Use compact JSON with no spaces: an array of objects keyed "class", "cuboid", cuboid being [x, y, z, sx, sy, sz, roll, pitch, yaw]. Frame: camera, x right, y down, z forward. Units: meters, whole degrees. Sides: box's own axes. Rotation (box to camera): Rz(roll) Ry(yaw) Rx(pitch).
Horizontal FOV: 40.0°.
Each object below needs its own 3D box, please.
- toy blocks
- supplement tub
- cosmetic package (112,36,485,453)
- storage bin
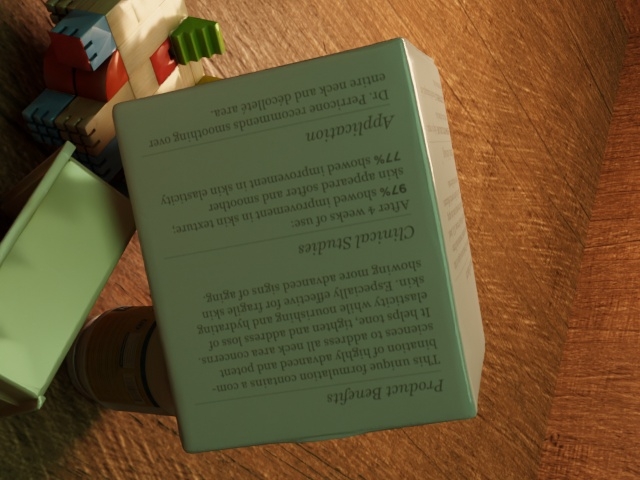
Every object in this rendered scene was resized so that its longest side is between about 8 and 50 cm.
[{"class":"toy blocks","cuboid":[-0.269,-0.190,1.160,0.261,0.190,0.381,-58,152,-34]},{"class":"supplement tub","cuboid":[-0.231,0.159,1.181,0.144,0.199,0.144,6,83,-52]},{"class":"cosmetic package","cuboid":[0.000,0.000,1.049,0.327,0.329,0.394,-29,109,-76]},{"class":"storage bin","cuboid":[-0.349,0.059,1.003,0.123,0.260,0.262,37,57,-24]}]
